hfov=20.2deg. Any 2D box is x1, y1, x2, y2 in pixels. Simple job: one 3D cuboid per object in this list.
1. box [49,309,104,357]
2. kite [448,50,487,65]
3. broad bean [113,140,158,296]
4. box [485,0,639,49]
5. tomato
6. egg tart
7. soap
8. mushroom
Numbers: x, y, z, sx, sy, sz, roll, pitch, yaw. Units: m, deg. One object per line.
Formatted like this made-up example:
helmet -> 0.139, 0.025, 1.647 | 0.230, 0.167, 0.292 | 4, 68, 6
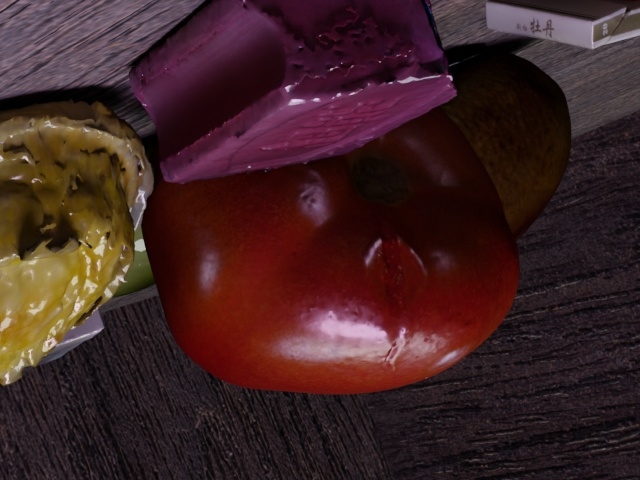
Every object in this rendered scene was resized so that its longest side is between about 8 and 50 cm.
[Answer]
box -> -0.257, 0.028, 1.522 | 0.067, 0.155, 0.243 | -20, 176, -19
kite -> 0.051, -0.142, 1.763 | 0.245, 0.015, 0.141 | -22, 180, 18
broad bean -> -0.140, -0.024, 1.651 | 0.238, 0.119, 0.291 | -21, 176, 19
box -> 0.239, -0.193, 1.468 | 0.198, 0.029, 0.109 | -18, -153, -42
tomato -> 0.000, 0.000, 1.388 | 0.299, 0.298, 0.226 | -18, 155, -37
egg tart -> -0.226, 0.022, 1.225 | 0.291, 0.107, 0.291 | -31, 151, -19
soap -> -0.007, -0.116, 1.140 | 0.162, 0.099, 0.250 | -10, 173, -27
mushroom -> 0.082, -0.059, 1.832 | 0.345, 0.259, 0.345 | -50, 174, -7
